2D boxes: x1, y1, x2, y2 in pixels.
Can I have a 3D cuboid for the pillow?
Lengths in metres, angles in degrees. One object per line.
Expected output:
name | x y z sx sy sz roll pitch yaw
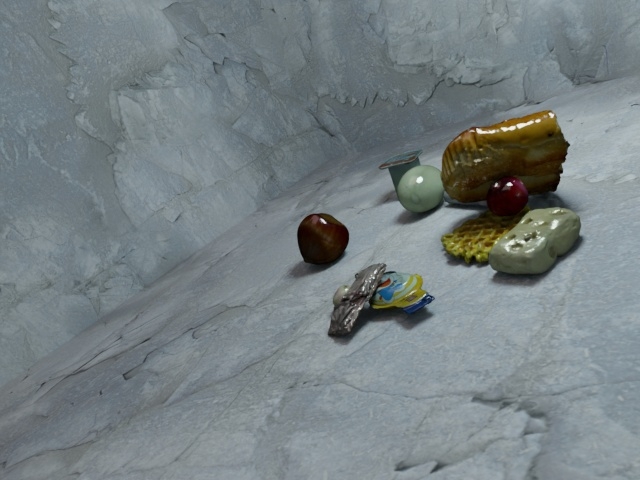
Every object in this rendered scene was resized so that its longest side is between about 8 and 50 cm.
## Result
pillow | 0.100 0.169 1.542 0.248 0.049 0.135 -56 14 -25

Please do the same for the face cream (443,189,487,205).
face cream | 0.587 -0.175 1.997 0.107 0.073 0.269 -39 21 -16

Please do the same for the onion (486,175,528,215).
onion | 0.567 -0.134 1.598 0.131 0.131 0.131 -23 16 7

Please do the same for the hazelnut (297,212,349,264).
hazelnut | 0.000 0.000 2.122 0.230 0.229 0.229 -23 16 7

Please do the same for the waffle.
waffle | 0.536 -0.027 1.641 0.312 0.060 0.307 -29 17 -7

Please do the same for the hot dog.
hot dog | 0.576 -0.249 1.716 0.366 0.367 0.196 -14 61 8

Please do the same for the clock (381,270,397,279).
clock | 0.212 0.127 1.705 0.085 0.017 0.085 -23 16 7

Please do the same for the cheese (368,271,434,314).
cheese | 0.231 0.153 1.504 0.177 0.069 0.270 -30 18 -11

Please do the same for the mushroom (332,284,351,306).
mushroom | 0.076 0.181 1.651 0.083 0.068 0.083 -55 -4 -5

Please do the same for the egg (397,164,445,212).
egg | 0.418 -0.214 2.156 0.187 0.186 0.253 -10 22 41

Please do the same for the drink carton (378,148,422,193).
drink carton | 0.411 -0.308 2.451 0.186 0.189 0.191 -15 19 34

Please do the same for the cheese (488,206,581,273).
cheese | 0.584 -0.002 1.419 0.263 0.092 0.159 -35 25 -26

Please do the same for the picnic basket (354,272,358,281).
picnic basket | 0.137 0.140 1.681 0.072 0.072 0.083 -23 27 9
